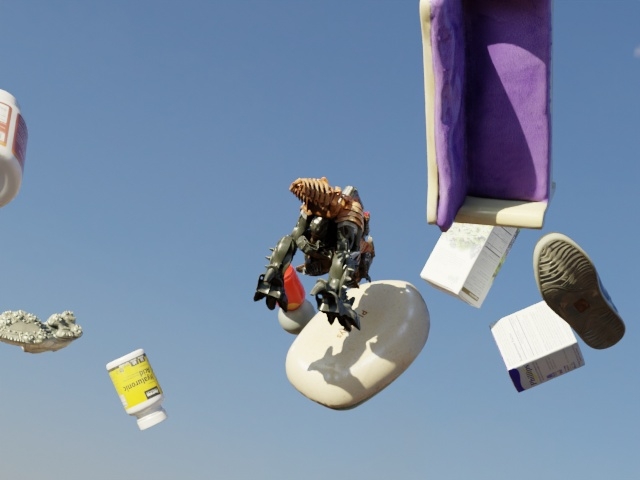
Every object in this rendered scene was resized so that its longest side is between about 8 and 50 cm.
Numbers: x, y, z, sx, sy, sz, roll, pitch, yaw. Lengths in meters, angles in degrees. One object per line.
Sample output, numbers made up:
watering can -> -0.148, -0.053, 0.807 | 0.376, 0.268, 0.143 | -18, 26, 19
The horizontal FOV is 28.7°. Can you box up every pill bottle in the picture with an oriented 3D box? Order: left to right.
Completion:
pill bottle -> -0.518, -0.149, 1.941 | 0.121, 0.216, 0.121 | -4, -57, -6
pill bottle -> -0.282, 0.233, 1.945 | 0.065, 0.116, 0.065 | -25, -1, -1

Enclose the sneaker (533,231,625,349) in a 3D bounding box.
sneaker -> 0.341, 0.050, 1.741 | 0.083, 0.118, 0.222 | -31, -54, 8

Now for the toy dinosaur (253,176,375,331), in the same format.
toy dinosaur -> 0.000, 0.000, 1.849 | 0.164, 0.218, 0.322 | 5, -27, 41

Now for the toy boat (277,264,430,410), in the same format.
toy boat -> 0.031, 0.151, 2.080 | 0.318, 0.267, 0.148 | 32, -29, 42

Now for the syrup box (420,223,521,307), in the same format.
syrup box -> 0.294, -0.004, 2.326 | 0.093, 0.237, 0.096 | 25, -5, 39

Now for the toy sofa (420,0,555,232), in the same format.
toy sofa -> 0.230, -0.190, 1.661 | 0.150, 0.177, 0.363 | 5, -62, 18

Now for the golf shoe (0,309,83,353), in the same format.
golf shoe -> -0.482, 0.165, 2.080 | 0.176, 0.069, 0.086 | 8, -45, -50

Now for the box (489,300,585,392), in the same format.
box -> 0.398, 0.192, 2.304 | 0.137, 0.126, 0.072 | -23, -51, 6
